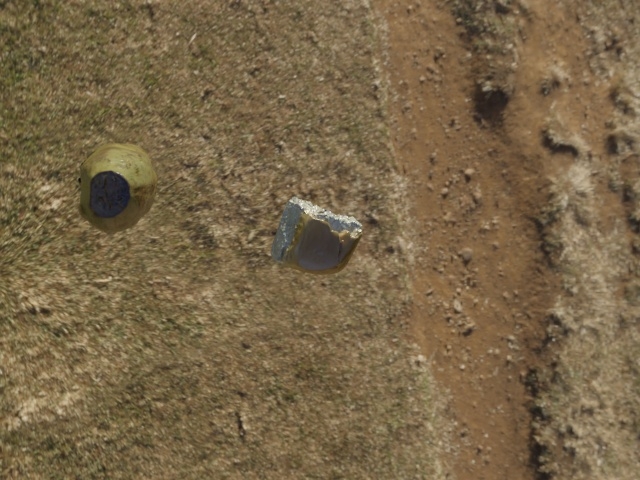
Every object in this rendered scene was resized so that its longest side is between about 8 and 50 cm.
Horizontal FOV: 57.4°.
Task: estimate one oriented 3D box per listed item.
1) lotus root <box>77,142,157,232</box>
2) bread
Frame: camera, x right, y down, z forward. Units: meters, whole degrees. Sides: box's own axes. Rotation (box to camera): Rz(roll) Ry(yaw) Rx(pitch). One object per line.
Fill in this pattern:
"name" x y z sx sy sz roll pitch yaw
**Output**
"lotus root" -0.248 -0.064 0.716 0.097 0.258 0.110 7 99 -21
"bread" -0.002 -0.001 0.903 0.125 0.082 0.105 14 97 -35
